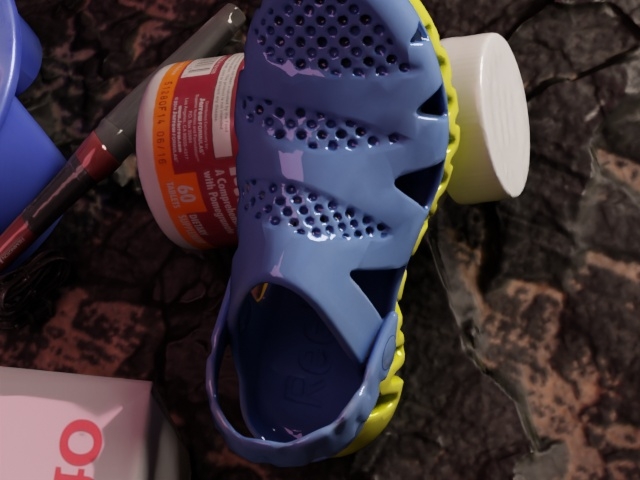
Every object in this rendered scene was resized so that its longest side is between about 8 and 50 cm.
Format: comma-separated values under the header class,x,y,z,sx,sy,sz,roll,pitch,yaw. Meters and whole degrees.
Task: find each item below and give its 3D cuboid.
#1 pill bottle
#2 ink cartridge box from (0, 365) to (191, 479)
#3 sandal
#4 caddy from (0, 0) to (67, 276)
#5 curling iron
class,x,y,z,sx,sy,sz,roll,pitch,yaw
pill bottle,0.009,-0.063,1.185,0.221,0.121,0.121,-6,67,21
ink cartridge box,-0.292,0.214,1.108,0.395,0.166,0.285,5,71,4
sandal,0.000,0.000,1.069,0.126,0.138,0.317,8,111,15
caddy,-0.336,-0.070,1.303,0.341,0.179,0.241,-24,63,12
curling iron,-0.142,-0.053,1.287,0.035,0.068,0.274,29,77,31
